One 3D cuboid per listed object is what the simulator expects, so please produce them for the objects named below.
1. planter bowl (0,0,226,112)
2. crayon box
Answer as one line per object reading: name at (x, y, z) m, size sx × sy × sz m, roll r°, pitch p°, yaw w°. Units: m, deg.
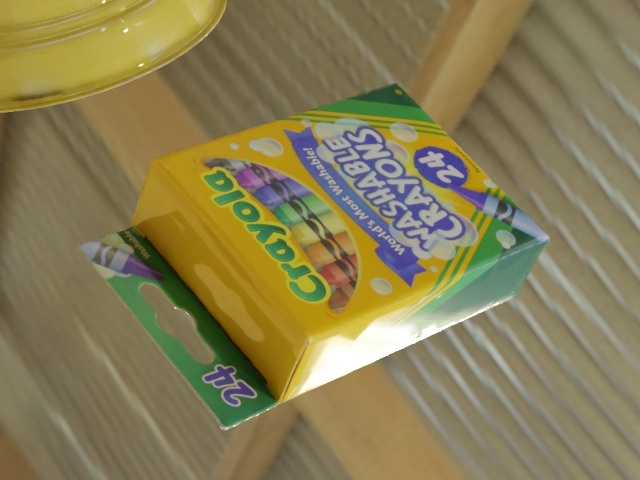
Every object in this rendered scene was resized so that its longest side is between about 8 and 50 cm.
planter bowl at (-0.176, -0.171, 1.013) m, size 0.217 × 0.217 × 0.090 m, roll 22°, pitch -45°, yaw 44°
crayon box at (0.000, 0.000, 1.256) m, size 0.203 × 0.323 × 0.083 m, roll 48°, pitch -42°, yaw 24°
